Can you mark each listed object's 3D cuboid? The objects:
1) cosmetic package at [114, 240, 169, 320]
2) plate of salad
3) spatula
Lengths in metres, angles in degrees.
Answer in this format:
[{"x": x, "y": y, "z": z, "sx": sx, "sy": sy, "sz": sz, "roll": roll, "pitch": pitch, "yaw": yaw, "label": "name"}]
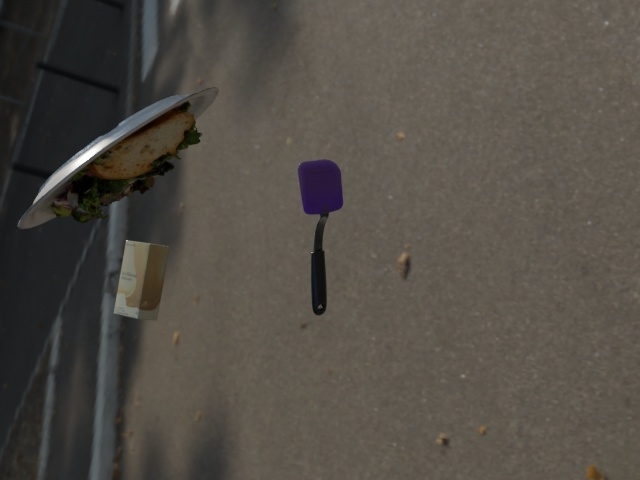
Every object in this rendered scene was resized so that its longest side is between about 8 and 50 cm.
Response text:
[{"x": -0.271, "y": 0.060, "z": 1.311, "sx": 0.060, "sy": 0.041, "sz": 0.115, "roll": 5, "pitch": 86, "yaw": 37, "label": "cosmetic package"}, {"x": -0.161, "y": -0.061, "z": 0.724, "sx": 0.200, "sy": 0.048, "sz": 0.200, "roll": -36, "pitch": 5, "yaw": 4, "label": "plate of salad"}, {"x": 0.000, "y": 0.000, "z": 1.562, "sx": 0.030, "sy": 0.084, "sz": 0.296, "roll": 37, "pitch": 132, "yaw": 55, "label": "spatula"}]
